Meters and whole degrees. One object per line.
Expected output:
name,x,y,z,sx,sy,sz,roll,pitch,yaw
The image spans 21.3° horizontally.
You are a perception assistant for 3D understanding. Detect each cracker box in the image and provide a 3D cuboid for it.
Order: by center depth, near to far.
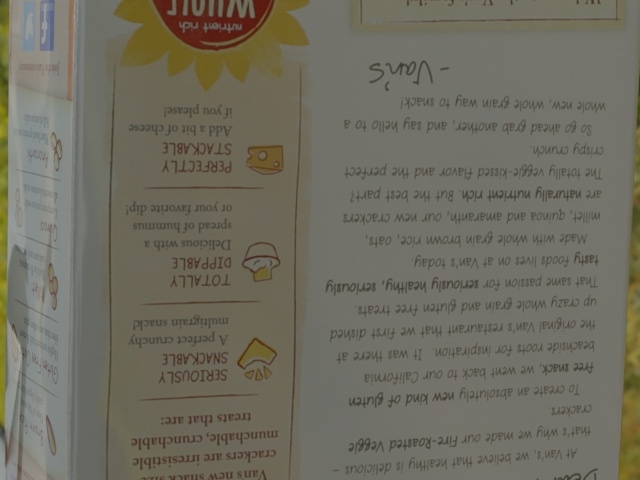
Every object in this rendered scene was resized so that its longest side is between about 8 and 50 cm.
cracker box,0.000,0.000,0.448,0.067,0.156,0.232,-168,79,-65
